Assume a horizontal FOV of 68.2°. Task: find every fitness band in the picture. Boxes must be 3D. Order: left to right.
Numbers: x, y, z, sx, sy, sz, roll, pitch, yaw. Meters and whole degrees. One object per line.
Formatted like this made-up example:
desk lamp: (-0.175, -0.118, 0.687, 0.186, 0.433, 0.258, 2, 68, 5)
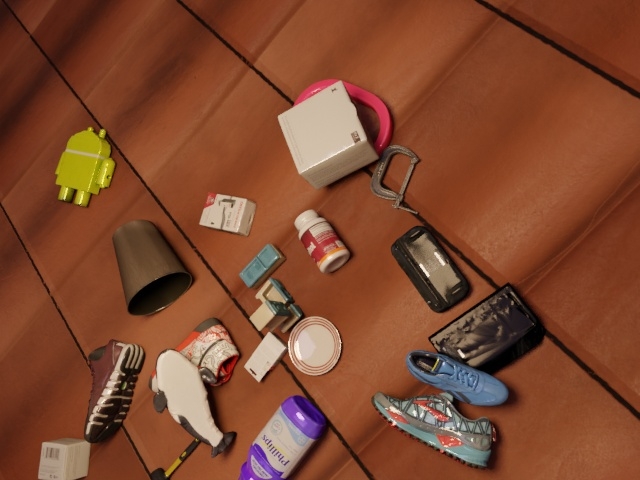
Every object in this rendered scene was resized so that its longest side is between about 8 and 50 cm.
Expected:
fitness band: (0.052, -0.308, 1.250, 0.291, 0.054, 0.209, 33, 90, 25)

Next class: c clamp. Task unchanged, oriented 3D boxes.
c clamp: (0.196, -0.155, 1.169, 0.137, 0.022, 0.160, 15, 87, 23)

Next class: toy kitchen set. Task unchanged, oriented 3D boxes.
toy kitchen set: (-0.131, 0.110, 1.170, 0.122, 0.166, 0.207, -46, 66, 8)

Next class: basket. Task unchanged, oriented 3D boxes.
basket: (-0.497, 0.065, 1.351, 0.204, 0.154, 0.227, -40, 63, 13)

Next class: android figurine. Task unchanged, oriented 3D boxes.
android figurine: (-0.796, -0.252, 1.595, 0.248, 0.056, 0.272, 11, 84, 25)

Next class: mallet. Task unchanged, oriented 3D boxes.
mallet: (-0.380, 0.576, 1.252, 0.062, 0.039, 0.189, 35, 89, 28)

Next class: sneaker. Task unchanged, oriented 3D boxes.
sneaker: (-0.623, 0.418, 1.361, 0.163, 0.106, 0.281, 13, 74, 30)
sneaker: (-0.332, 0.345, 1.248, 0.270, 0.090, 0.145, -46, 63, 5)
sneaker: (0.239, 0.373, 1.009, 0.262, 0.104, 0.125, 21, 70, 21)
sneaker: (0.272, 0.277, 0.959, 0.209, 0.082, 0.069, 16, 69, 24)

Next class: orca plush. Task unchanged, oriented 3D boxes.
orca plush: (-0.321, 0.396, 1.195, 0.287, 0.102, 0.151, 47, 71, -10)

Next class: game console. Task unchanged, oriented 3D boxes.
game console: (0.300, 0.117, 1.053, 0.213, 0.044, 0.361, -37, 69, 12)

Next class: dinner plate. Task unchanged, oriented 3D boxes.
dinner plate: (-0.014, 0.260, 1.170, 0.141, 0.017, 0.141, -5, 77, 21)

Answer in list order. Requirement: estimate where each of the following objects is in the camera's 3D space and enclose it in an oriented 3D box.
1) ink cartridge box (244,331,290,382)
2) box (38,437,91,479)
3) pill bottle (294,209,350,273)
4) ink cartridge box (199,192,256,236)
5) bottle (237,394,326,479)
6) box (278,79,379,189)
ink cartridge box: (-0.137, 0.297, 1.209, 0.063, 0.029, 0.115, 39, 96, 25)
box: (-0.734, 0.628, 1.359, 0.101, 0.087, 0.102, -5, 78, 22)
pill bottle: (0.000, 0.000, 1.183, 0.086, 0.086, 0.152, -40, 66, 11)
ink cartridge box: (-0.259, -0.074, 1.326, 0.135, 0.056, 0.099, 11, 82, 25)
bottle: (-0.108, 0.505, 1.115, 0.118, 0.092, 0.283, 39, 95, 24)
box: (0.020, -0.252, 1.153, 0.182, 0.119, 0.181, -25, 68, 14)
